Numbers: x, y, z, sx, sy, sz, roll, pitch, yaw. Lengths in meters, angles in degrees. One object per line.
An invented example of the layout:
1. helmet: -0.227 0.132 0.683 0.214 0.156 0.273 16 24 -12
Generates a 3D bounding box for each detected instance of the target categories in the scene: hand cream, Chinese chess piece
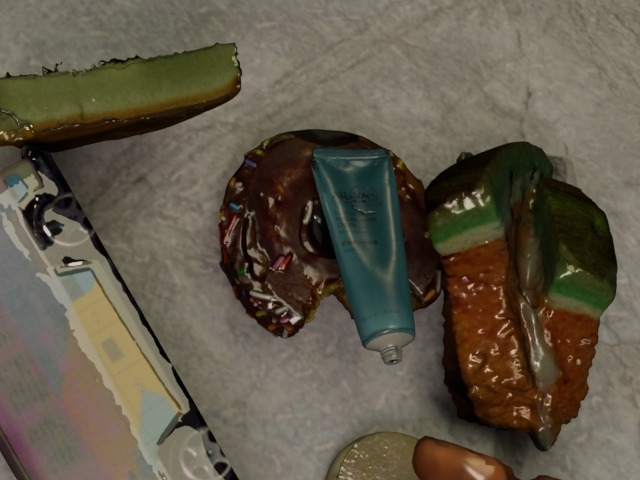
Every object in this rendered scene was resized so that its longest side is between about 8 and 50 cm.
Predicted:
1. hand cream: 0.048 0.010 1.317 0.083 0.048 0.224 -3 63 -18
2. Chinese chess piece: 0.063 0.239 1.317 0.122 0.051 0.122 7 64 -14

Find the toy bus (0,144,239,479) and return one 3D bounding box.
1. toy bus: -0.207 0.126 1.205 0.162 0.171 0.386 -30 84 -9

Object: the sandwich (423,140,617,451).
1. sandwich: 0.206 0.052 1.365 0.250 0.162 0.301 -8 93 -66

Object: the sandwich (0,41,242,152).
1. sandwich: -0.222 -0.115 1.293 0.245 0.212 0.063 -13 89 -35

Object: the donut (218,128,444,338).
1. donut: 0.001 -0.001 1.382 0.230 0.096 0.216 -21 73 -26

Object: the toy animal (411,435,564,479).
1. toy animal: 0.121 0.351 1.197 0.216 0.191 0.338 17 76 11
